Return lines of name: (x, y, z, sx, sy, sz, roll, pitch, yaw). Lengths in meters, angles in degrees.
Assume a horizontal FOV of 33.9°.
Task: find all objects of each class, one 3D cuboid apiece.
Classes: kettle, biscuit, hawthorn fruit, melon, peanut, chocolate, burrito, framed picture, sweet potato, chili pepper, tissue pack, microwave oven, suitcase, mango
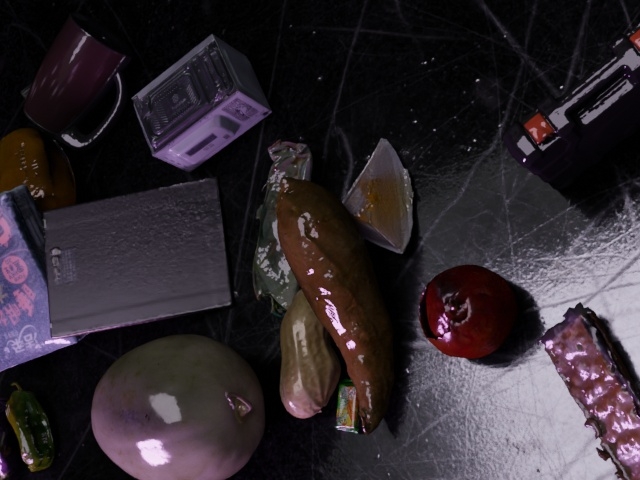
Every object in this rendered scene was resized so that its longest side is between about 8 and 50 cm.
kettle: (-0.480, -0.308, 2.115, 0.202, 0.144, 0.232, 37, 106, 2)
biscuit: (0.045, 0.266, 1.699, 0.046, 0.016, 0.089, -2, 76, 30)
hawthorn fruit: (0.212, 0.104, 1.552, 0.148, 0.172, 0.148, -2, 85, 18)
melon: (0.074, -0.066, 1.729, 0.140, 0.093, 0.202, -19, 62, 34)
peanut: (-0.019, 0.182, 1.717, 0.099, 0.090, 0.214, -9, 73, 25)
chocolate: (0.419, 0.243, 1.457, 0.102, 0.065, 0.329, -46, 56, 35)
burrito: (-0.063, -0.022, 1.812, 0.096, 0.066, 0.309, 0, 80, 29)
framed picture: (-0.337, 0.030, 1.918, 0.339, 0.014, 0.255, -11, 70, 3)
sweet potato: (0.035, 0.090, 1.663, 0.131, 0.130, 0.422, -20, 90, 25)
melon: (-0.231, 0.279, 1.725, 0.308, 0.272, 0.271, 14, 85, 24)
chili pepper: (-0.565, 0.340, 2.014, 0.073, 0.072, 0.204, -39, 61, 19)
tissue pack: (-0.595, 0.077, 2.005, 0.228, 0.103, 0.315, -20, 100, 26)
microwave oven: (-0.221, -0.249, 1.934, 0.208, 0.122, 0.162, -34, 61, 19)
suitcase: (0.407, -0.194, 1.490, 0.285, 0.206, 0.066, -40, 65, 17)
mango: (-0.577, -0.116, 2.101, 0.248, 0.156, 0.151, 62, 146, 25)

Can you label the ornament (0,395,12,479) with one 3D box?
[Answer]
ornament: (-0.636, 0.407, 2.034, 0.081, 0.088, 0.203, -27, 67, 24)
